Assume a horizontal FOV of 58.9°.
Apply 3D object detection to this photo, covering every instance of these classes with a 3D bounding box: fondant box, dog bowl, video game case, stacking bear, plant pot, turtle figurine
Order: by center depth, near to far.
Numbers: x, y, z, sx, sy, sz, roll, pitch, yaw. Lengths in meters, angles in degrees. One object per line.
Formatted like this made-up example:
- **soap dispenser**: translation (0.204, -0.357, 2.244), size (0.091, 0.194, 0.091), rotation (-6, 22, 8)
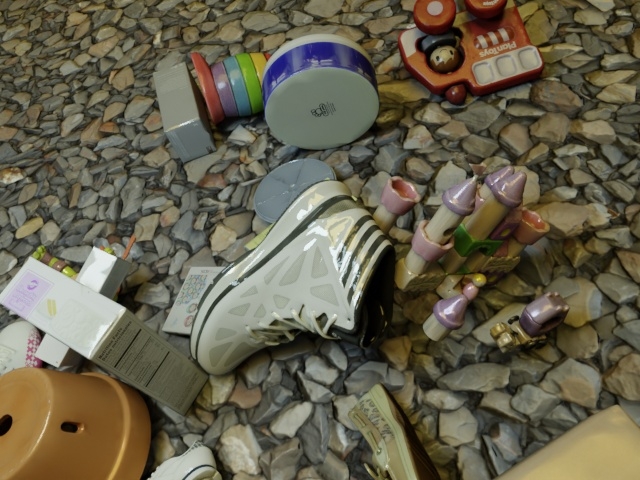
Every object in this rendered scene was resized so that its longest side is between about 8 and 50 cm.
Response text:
- **plant pot**: translation (-0.477, 0.351, 0.989), size (0.290, 0.203, 0.291), rotation (-12, 54, 18)
- **fondant box**: translation (-0.375, 0.182, 1.022), size (0.238, 0.330, 0.096), rotation (21, 65, 26)
- **video game case**: translation (-0.250, 0.125, 1.188), size (0.143, 0.019, 0.157), rotation (-2, 56, 36)
- **turtle figurine**: translation (-0.533, 0.090, 1.260), size (0.217, 0.087, 0.270), rotation (21, 81, 0)
- **dog bowl**: translation (0.000, -0.330, 1.293), size (0.264, 0.265, 0.104), rotation (-11, 58, 8)
- **stacking bear**: translation (-0.161, -0.415, 1.461), size (0.289, 0.175, 0.164), rotation (-18, 53, -7)

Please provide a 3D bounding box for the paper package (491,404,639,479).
- **paper package**: translation (0.365, 0.446, 0.765), size (0.324, 0.168, 0.309), rotation (-30, 56, -5)

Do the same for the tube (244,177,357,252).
- **tube**: translation (-0.044, -0.038, 1.144), size (0.240, 0.062, 0.070), rotation (-38, 97, -17)

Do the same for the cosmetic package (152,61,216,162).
- **cosmetic package**: translation (-0.352, -0.333, 1.470), size (0.107, 0.127, 0.238), rotation (-18, 54, 2)

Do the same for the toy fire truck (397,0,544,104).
- **toy fire truck**: translation (0.353, -0.462, 1.364), size (0.302, 0.169, 0.254), rotation (-17, 74, 4)

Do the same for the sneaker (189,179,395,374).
- **sneaker**: translation (-0.047, 0.131, 0.991), size (0.447, 0.169, 0.257), rotation (-50, 53, 15)

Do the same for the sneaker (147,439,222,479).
- **sneaker**: translation (-0.281, 0.452, 0.987), size (0.235, 0.090, 0.095), rotation (-35, 39, -10)

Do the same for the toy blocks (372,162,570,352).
- **toy blocks**: translation (0.287, -0.007, 0.956), size (0.288, 0.260, 0.309), rotation (1, 47, -34)

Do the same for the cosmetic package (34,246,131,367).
- **cosmetic package**: translation (-0.482, 0.136, 1.161), size (0.060, 0.099, 0.239), rotation (25, 80, 1)

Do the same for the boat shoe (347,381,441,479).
- **boat shoe**: translation (0.112, 0.334, 0.889), size (0.089, 0.105, 0.285), rotation (-36, 15, 3)

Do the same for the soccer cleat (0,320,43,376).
- **soccer cleat**: translation (-0.647, 0.286, 1.131), size (0.116, 0.143, 0.331), rotation (-13, 51, 6)

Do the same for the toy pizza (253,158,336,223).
- **toy pizza**: translation (-0.057, -0.109, 1.299), size (0.201, 0.032, 0.201), rotation (-12, 48, 14)
